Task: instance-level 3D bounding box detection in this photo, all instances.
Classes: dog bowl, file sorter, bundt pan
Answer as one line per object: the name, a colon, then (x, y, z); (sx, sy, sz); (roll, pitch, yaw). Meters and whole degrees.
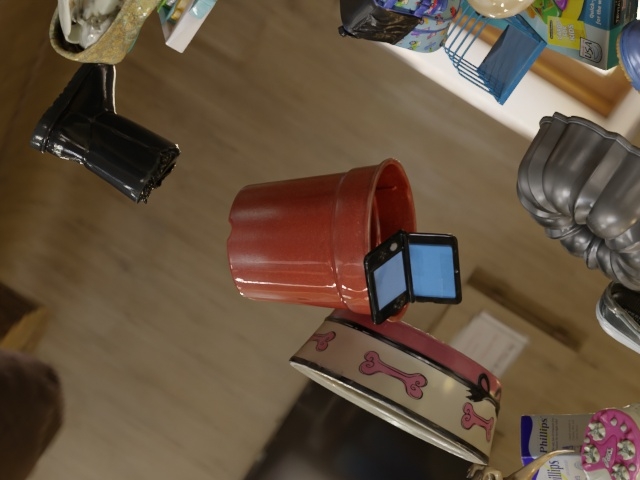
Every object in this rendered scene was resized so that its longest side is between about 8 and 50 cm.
dog bowl: (0.153, 0.254, 2.207); (0.150, 0.408, 0.408); (-61, 180, -10)
file sorter: (0.267, -0.314, 1.920); (0.118, 0.104, 0.170); (-56, -162, 18)
bundt pan: (0.428, -0.041, 1.811); (0.124, 0.331, 0.331); (-51, 179, -6)

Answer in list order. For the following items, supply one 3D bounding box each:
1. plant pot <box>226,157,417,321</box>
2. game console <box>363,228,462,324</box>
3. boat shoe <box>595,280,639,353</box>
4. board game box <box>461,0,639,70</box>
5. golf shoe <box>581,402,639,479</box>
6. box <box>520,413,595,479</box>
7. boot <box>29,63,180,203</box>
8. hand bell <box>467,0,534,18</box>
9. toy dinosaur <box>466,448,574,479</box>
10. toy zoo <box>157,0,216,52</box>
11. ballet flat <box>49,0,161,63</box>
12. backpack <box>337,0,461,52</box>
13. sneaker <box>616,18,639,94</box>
plant pot: (0.000, 0.000, 2.027); (0.272, 0.265, 0.272); (0, 90, -70)
game console: (0.120, 0.052, 1.558); (0.107, 0.071, 0.122); (-35, 135, -28)
boat shoe: (0.606, 0.171, 1.975); (0.121, 0.335, 0.119); (-60, 160, -14)
board game box: (0.380, -0.460, 2.015); (0.079, 0.336, 0.254); (-27, 130, -30)
golf shoe: (0.416, 0.350, 1.661); (0.140, 0.115, 0.306); (-15, 132, -36)
box: (0.373, 0.317, 1.793); (0.126, 0.137, 0.072); (66, 26, -53)
boot: (-0.316, -0.176, 1.894); (0.094, 0.207, 0.246); (-58, -174, 41)
hand bell: (0.109, -0.304, 1.175); (0.242, 0.126, 0.126); (6, 126, -43)
toy dinosaur: (0.233, 0.310, 1.506); (0.183, 0.092, 0.053); (-60, -168, 13)
toy zoo: (-0.176, -0.391, 1.777); (0.192, 0.030, 0.293); (-56, -157, 15)
ballet flat: (-0.239, -0.315, 1.411); (0.123, 0.123, 0.348); (-58, -171, -35)
backpack: (0.111, -0.324, 1.528); (0.117, 0.173, 0.158); (-36, -127, 48)
sneaker: (0.541, -0.214, 1.631); (0.112, 0.296, 0.131); (-63, -162, -14)
